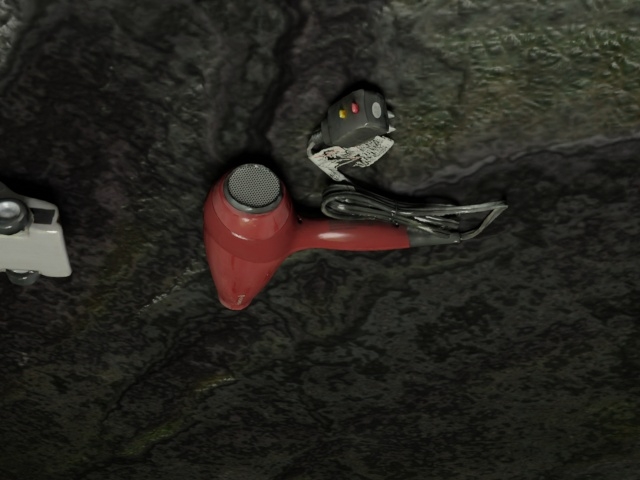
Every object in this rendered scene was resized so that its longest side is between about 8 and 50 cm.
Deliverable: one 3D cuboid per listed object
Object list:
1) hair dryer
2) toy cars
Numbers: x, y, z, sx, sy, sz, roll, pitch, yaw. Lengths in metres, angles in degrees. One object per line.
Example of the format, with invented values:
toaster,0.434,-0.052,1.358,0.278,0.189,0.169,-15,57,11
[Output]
hair dryer,0.000,0.000,0.754,0.294,0.080,0.224,-24,135,34
toy cars,-0.413,0.012,0.819,0.394,0.087,0.176,-21,142,26
